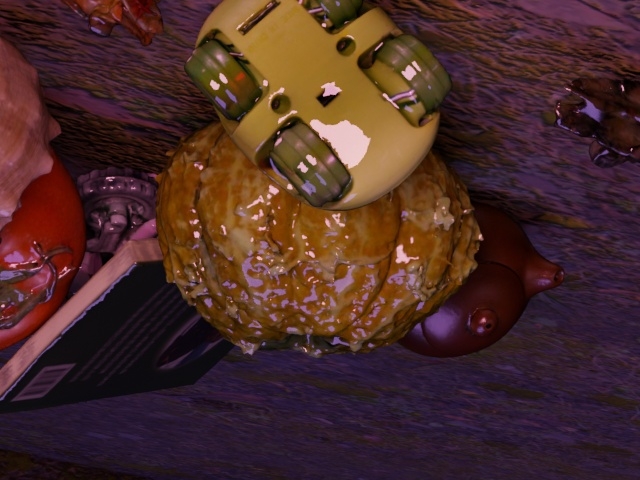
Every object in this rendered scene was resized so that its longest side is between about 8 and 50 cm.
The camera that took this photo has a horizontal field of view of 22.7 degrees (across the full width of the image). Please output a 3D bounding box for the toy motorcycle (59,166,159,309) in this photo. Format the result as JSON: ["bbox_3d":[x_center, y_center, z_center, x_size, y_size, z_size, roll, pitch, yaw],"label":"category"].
[{"bbox_3d":[-0.213,0.016,1.755,0.188,0.143,0.327,5,149,-22],"label":"toy motorcycle"}]

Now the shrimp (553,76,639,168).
[{"bbox_3d":[0.406,-0.089,1.272,0.445,0.085,0.272,7,157,-9],"label":"shrimp"}]

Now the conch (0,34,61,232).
[{"bbox_3d":[-0.375,-0.106,1.303,0.324,0.263,0.186,54,161,-22],"label":"conch"}]

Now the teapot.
[{"bbox_3d":[0.125,0.058,1.629,0.252,0.135,0.178,-18,124,-12],"label":"teapot"}]

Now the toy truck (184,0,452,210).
[{"bbox_3d":[-0.007,-0.116,1.213,0.187,0.148,0.210,48,178,-7],"label":"toy truck"}]

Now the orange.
[{"bbox_3d":[0.000,0.000,1.472,0.301,0.223,0.300,4,167,8],"label":"orange"}]

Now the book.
[{"bbox_3d":[-0.169,0.085,1.686,0.260,0.043,0.371,-43,161,23],"label":"book"}]

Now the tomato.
[{"bbox_3d":[-0.352,-0.011,1.522,0.255,0.224,0.256,-21,141,-18],"label":"tomato"}]

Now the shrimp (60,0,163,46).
[{"bbox_3d":[-0.152,-0.217,1.120,0.154,0.062,0.294,-2,160,8],"label":"shrimp"}]
